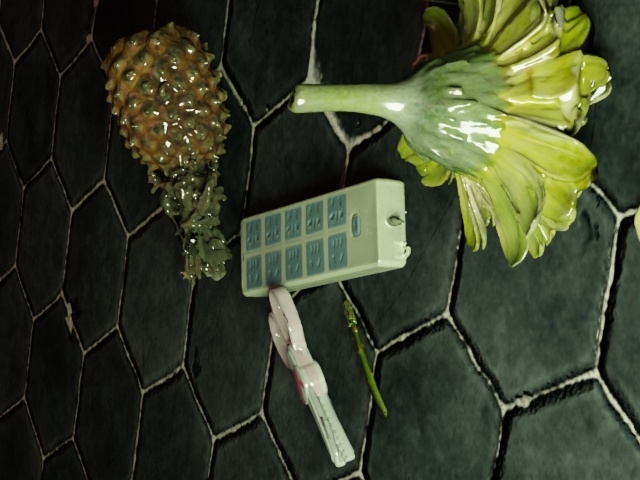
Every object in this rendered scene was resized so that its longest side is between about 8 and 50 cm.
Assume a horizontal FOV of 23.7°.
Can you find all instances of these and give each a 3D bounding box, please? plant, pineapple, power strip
[{"bbox_3d":[0.148,-0.153,1.499,0.261,0.297,0.306,-49,30,7],"label":"plant"},{"bbox_3d":[-0.191,-0.119,2.119,0.175,0.175,0.361,-18,87,57],"label":"pineapple"},{"bbox_3d":[0.000,0.000,1.874,0.367,0.043,0.106,-15,75,58],"label":"power strip"}]

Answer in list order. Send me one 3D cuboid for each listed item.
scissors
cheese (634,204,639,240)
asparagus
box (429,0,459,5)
[{"bbox_3d":[-0.014,0.172,1.876,0.118,0.031,0.242,95,154,-56],"label":"scissors"},{"bbox_3d":[0.310,-0.017,1.358,0.060,0.041,0.084,58,133,41],"label":"cheese"},{"bbox_3d":[0.052,0.140,1.803,0.013,0.016,0.166,78,173,-59],"label":"asparagus"},{"bbox_3d":[0.086,-0.439,1.575,0.204,0.251,0.345,56,134,45],"label":"box"}]
